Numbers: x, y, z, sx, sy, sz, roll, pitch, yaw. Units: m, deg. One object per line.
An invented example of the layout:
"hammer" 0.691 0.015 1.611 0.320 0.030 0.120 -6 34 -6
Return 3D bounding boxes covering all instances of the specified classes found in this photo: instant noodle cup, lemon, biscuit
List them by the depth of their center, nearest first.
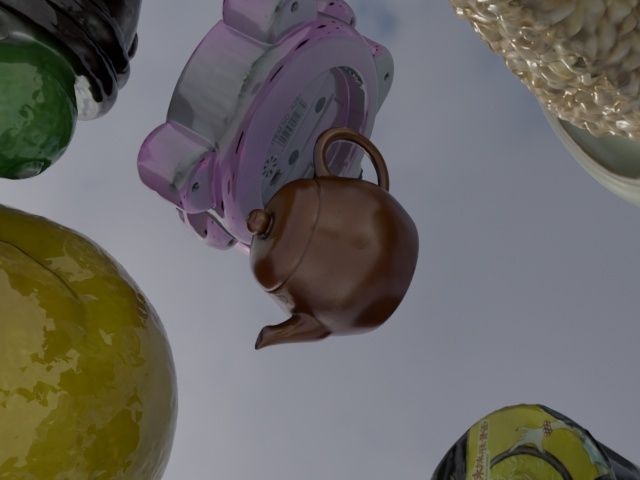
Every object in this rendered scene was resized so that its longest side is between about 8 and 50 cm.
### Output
"biscuit" 0.105 -0.104 0.387 0.070 0.168 0.082 17 -96 44
"lemon" -0.278 0.136 0.737 0.348 0.348 0.348 -20 -128 28
"instant noodle cup" 0.225 0.259 0.744 0.215 0.236 0.216 -40 -141 41

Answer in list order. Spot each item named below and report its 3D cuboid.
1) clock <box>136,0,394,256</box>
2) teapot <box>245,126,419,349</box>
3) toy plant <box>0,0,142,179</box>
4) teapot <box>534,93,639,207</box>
"clock" -0.038 -0.095 0.770 0.090 0.248 0.228 29 -89 21
"teapot" 0.000 0.000 0.637 0.116 0.116 0.173 0 -115 39
"toy plant" -0.247 -0.137 0.709 0.218 0.175 0.235 12 -116 37
"teapot" 0.248 -0.071 0.561 0.149 0.318 0.220 -34 -160 -11
